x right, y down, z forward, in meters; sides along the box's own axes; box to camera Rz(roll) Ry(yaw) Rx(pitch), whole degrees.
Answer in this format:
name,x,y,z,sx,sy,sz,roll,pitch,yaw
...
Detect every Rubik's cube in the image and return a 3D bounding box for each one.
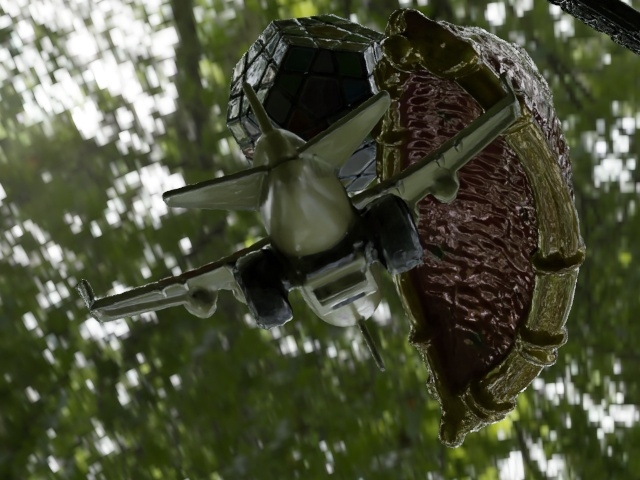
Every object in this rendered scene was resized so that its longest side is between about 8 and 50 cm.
name,x,y,z,sx,sy,sz,roll,pitch,yaw
Rubik's cube,0.000,-0.079,1.092,0.111,0.111,0.093,-25,-117,-6

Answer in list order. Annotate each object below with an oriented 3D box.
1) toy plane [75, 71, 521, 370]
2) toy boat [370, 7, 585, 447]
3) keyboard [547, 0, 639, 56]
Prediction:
name,x,y,z,sx,sy,sz,roll,pitch,yaw
toy plane,0.000,0.000,0.930,0.229,0.244,0.092,-25,-116,0
toy boat,0.080,-0.015,1.016,0.141,0.318,0.099,31,-121,32
keyboard,0.041,-0.091,0.550,0.198,0.063,0.010,29,-83,-12
